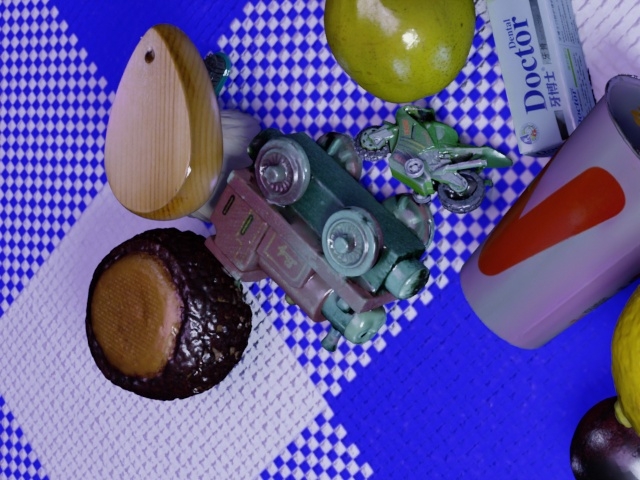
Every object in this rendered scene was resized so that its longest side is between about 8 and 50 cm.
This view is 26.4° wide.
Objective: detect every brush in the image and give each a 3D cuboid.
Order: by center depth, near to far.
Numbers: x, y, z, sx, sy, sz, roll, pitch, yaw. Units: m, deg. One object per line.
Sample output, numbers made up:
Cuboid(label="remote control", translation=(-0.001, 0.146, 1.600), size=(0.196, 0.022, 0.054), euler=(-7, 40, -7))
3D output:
Cuboid(label="brush", translation=(-0.178, -0.154, 1.841), size=(0.174, 0.166, 0.266), euler=(4, 92, 37))
Cuboid(label="brush", translation=(-0.183, -0.181, 1.927), size=(0.043, 0.032, 0.193), euler=(41, 111, 28))

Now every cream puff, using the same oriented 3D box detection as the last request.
Cuboid(label="cream puff", translation=(-0.201, 0.101, 1.858), size=(0.239, 0.165, 0.239), euler=(-1, 89, 36))

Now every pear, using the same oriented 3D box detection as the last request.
Cuboid(label="pear", translation=(0.098, -0.264, 1.628), size=(0.198, 0.198, 0.198), euler=(0, 90, 36))

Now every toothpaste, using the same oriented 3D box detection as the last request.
Cuboid(label="toothpaste", translation=(0.247, -0.269, 1.595), size=(0.081, 0.067, 0.336), euler=(-18, 80, 38))

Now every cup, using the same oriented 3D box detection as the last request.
Cuboid(label="cup", translation=(0.292, -0.017, 1.499), size=(0.288, 0.203, 0.203), euler=(-48, 64, 33))

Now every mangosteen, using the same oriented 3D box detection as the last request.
Cuboid(label="mangosteen", translation=(0.351, 0.234, 1.482), size=(0.152, 0.152, 0.152), euler=(0, 90, 36))

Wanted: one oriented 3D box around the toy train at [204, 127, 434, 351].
Cuboid(label="toy train", translation=(0.000, 0.000, 1.735), size=(0.304, 0.150, 0.221), euler=(45, 123, 25))

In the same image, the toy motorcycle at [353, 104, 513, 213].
Cuboid(label="toy motorcycle", translation=(0.134, -0.106, 1.668), size=(0.190, 0.074, 0.106), euler=(32, 72, 28))

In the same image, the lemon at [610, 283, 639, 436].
Cuboid(label="lemon", translation=(0.431, 0.108, 1.335), size=(0.320, 0.245, 0.245), euler=(-29, 73, 26))
